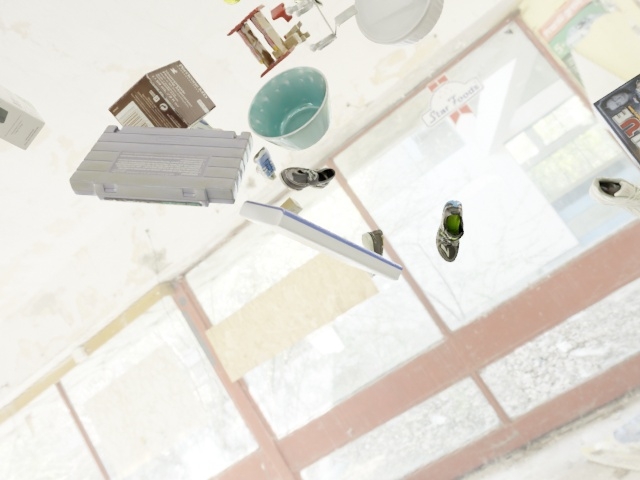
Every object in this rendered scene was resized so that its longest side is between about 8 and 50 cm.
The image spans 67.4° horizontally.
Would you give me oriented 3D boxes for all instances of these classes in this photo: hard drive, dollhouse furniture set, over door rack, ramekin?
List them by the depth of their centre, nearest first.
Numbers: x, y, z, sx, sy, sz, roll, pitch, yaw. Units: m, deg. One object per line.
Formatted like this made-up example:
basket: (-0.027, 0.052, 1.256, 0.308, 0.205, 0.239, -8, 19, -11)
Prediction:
hard drive: (0.000, 0.000, 1.054, 0.210, 0.318, 0.040, 17, 83, 59)
over door rack: (-0.038, -0.612, 1.201, 0.108, 0.239, 0.324, -35, 14, 0)
ramekin: (0.243, -0.713, 1.435, 0.273, 0.273, 0.127, -40, -22, 33)
dollhouse furniture set: (-0.193, -0.813, 1.895, 0.152, 0.201, 0.374, -29, 23, 28)

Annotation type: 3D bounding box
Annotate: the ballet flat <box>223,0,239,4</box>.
ballet flat: (-0.268, -0.827, 1.427, 0.077, 0.077, 0.231, -24, -50, -32)

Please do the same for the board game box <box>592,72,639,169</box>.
board game box: (0.726, -0.243, 1.015, 0.165, 0.243, 0.042, -35, -23, 25)

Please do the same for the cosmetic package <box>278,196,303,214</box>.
cosmetic package: (-0.118, -0.084, 1.571, 0.115, 0.041, 0.060, -43, -23, 8)

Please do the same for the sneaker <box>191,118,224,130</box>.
sneaker: (-0.465, -0.402, 1.850, 0.131, 0.296, 0.112, -56, 17, 12)

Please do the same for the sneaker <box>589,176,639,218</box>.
sneaker: (0.878, -0.123, 1.352, 0.115, 0.232, 0.090, 16, -86, -55)

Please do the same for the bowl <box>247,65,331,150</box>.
bowl: (-0.083, -0.440, 1.698, 0.311, 0.311, 0.163, -35, -37, 8)

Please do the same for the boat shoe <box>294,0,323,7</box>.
boat shoe: (-0.035, -0.772, 1.533, 0.049, 0.042, 0.133, 8, 12, 38)

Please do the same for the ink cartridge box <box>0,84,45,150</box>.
ink cartridge box: (-1.005, -0.415, 1.435, 0.115, 0.198, 0.273, -52, -38, 2)

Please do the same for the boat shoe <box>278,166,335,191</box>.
boat shoe: (-0.033, -0.183, 1.337, 0.065, 0.075, 0.206, -32, -14, 34)

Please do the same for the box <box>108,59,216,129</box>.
box: (-0.433, -0.368, 1.334, 0.167, 0.168, 0.203, -30, 20, 25)

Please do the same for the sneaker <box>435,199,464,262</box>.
sneaker: (0.349, -0.017, 1.295, 0.078, 0.067, 0.188, -74, -15, -55)

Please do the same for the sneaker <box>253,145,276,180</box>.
sneaker: (-0.215, -0.309, 1.932, 0.080, 0.081, 0.211, -49, -10, -10)

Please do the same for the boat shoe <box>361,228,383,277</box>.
boat shoe: (0.197, 0.051, 1.741, 0.068, 0.081, 0.228, -24, -40, -14)

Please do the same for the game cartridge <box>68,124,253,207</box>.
game cartridge: (-0.348, -0.172, 1.087, 0.355, 0.230, 0.068, 4, -40, 4)
